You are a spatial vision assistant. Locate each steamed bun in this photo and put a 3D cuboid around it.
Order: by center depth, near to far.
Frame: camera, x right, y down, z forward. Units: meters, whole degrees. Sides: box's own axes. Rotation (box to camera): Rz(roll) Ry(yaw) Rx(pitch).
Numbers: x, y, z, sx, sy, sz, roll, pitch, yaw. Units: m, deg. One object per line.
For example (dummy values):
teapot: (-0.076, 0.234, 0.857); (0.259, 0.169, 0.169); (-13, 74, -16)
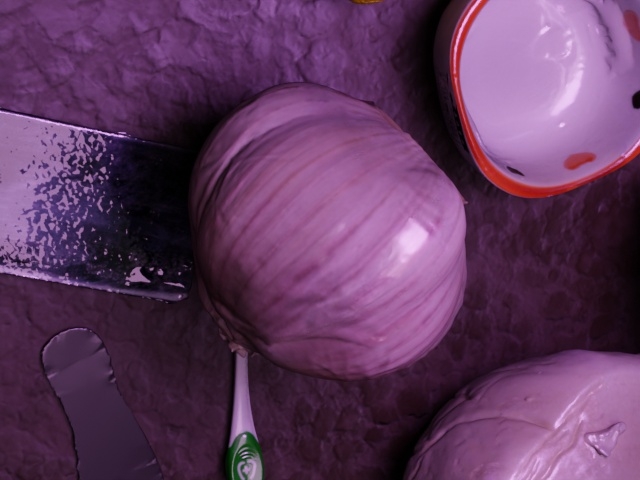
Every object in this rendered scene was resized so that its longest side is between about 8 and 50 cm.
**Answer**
steamed bun: (0.285, 0.230, 1.807); (0.383, 0.247, 0.236); (13, 79, -27)

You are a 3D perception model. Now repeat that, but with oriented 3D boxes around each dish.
dish: (0.219, -0.176, 1.731); (0.256, 0.117, 0.256); (-6, 106, -20)

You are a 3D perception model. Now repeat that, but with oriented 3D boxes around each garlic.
garlic: (0.000, 0.000, 1.589); (0.259, 0.317, 0.317); (-43, 116, 7)

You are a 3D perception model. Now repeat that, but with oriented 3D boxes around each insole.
insole: (-0.216, 0.200, 1.721); (0.086, 0.005, 0.253); (-22, 112, -16)

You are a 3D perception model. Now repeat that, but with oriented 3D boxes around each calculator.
calculator: (-0.231, -0.033, 1.643); (0.262, 0.021, 0.161); (12, 99, -25)

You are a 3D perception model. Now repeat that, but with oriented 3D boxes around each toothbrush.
toothbrush: (-0.079, 0.246, 1.776); (0.042, 0.040, 0.418); (-7, 111, -21)

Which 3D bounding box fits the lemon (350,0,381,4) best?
lemon: (0.047, -0.289, 1.637); (0.109, 0.109, 0.133); (-12, 123, -19)
